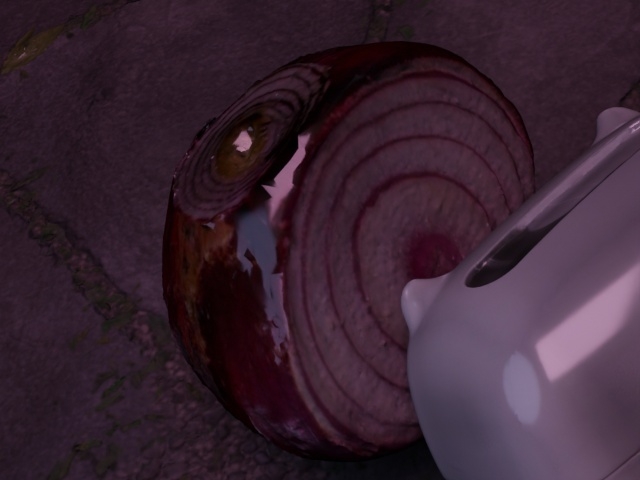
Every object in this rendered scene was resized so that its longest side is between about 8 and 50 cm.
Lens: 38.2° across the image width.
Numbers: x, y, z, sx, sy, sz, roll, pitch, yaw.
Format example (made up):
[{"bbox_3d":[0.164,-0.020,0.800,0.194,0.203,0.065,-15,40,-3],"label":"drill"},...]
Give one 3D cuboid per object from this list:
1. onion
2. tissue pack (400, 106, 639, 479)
[{"bbox_3d":[0.000,0.000,0.754,0.260,0.282,0.337,4,68,49],"label":"onion"},{"bbox_3d":[0.221,0.053,0.607,0.333,0.236,0.229,-40,6,-16],"label":"tissue pack"}]
